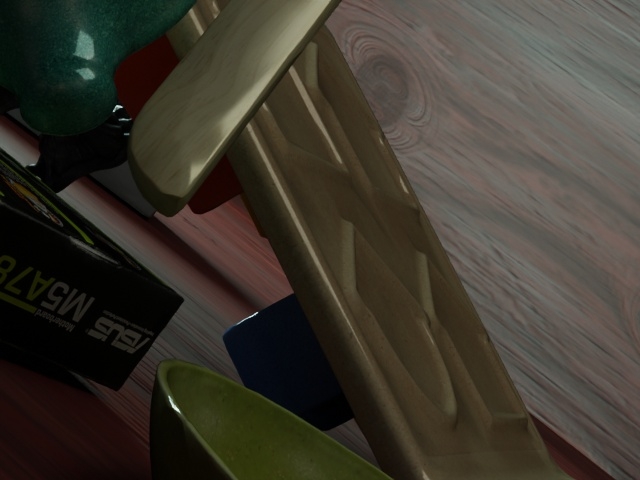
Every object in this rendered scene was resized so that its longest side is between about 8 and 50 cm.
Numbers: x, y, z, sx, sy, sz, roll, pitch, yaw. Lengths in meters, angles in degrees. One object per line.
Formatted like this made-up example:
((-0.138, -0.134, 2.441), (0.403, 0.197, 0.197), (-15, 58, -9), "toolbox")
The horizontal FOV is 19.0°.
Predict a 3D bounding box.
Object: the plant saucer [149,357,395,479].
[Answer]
((0.044, 0.117, 0.490), (0.241, 0.037, 0.241), (37, 1, -1), "plant saucer")

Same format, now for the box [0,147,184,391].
((-0.155, -0.040, 0.576), (0.190, 0.045, 0.184), (37, -1, 28), "box")

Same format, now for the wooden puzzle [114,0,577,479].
((0.000, 0.000, 0.901), (0.348, 0.080, 0.322), (58, 10, 13), "wooden puzzle")

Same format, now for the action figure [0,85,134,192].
((-0.192, -0.140, 0.902), (0.164, 0.141, 0.275), (41, 1, 44), "action figure")

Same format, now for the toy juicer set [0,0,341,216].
((-0.078, -0.129, 0.717), (0.329, 0.209, 0.089), (38, -30, 32), "toy juicer set")

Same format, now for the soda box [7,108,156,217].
((-0.200, -0.139, 1.298), (0.286, 0.098, 0.091), (36, 3, -6), "soda box")
